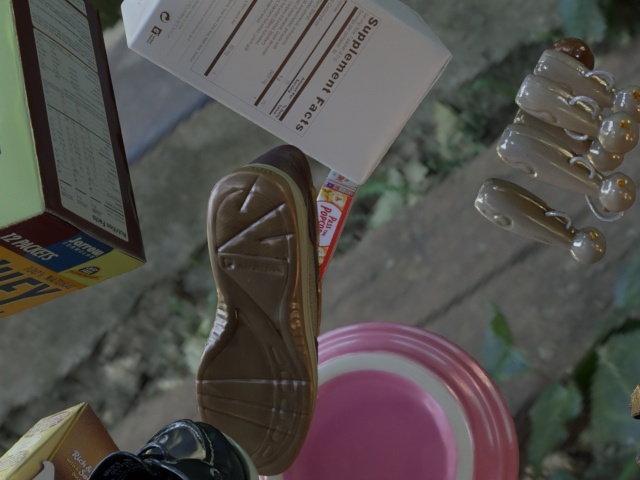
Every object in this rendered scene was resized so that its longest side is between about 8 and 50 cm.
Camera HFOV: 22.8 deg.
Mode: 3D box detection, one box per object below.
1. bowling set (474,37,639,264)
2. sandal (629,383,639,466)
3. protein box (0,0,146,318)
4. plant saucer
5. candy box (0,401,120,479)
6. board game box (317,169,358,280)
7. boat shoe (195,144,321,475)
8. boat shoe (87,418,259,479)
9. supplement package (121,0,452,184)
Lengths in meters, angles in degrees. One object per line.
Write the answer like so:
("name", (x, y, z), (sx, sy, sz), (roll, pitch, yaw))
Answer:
("bowling set", (0.286, -0.125, 1.679), (0.200, 0.154, 0.287), (-61, -7, -24))
("sandal", (0.358, 0.155, 1.651), (0.090, 0.060, 0.219), (-58, -1, 44))
("protein box", (-0.248, -0.059, 1.062), (0.200, 0.136, 0.201), (-19, 68, 16))
("plant saucer", (0.064, 0.258, 1.866), (0.332, 0.084, 0.332), (-2, 81, 13))
("candy box", (-0.313, 0.338, 1.709), (0.087, 0.183, 0.316), (-22, 15, 37))
("board game box", (0.000, 0.000, 2.134), (0.147, 0.045, 0.193), (-64, -5, -70))
("boat shoe", (-0.047, 0.069, 1.553), (0.123, 0.342, 0.123), (8, 28, 17))
("boat shoe", (-0.130, 0.214, 1.208), (0.127, 0.113, 0.340), (-33, 21, 17))
("supplement package", (-0.040, -0.224, 1.681), (0.175, 0.293, 0.177), (-55, 21, 14))
